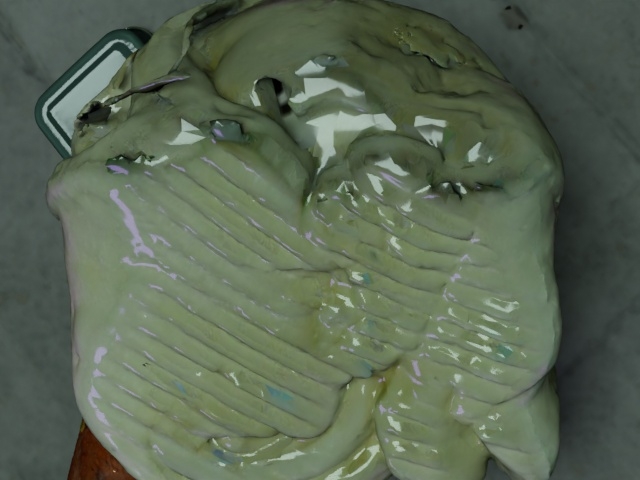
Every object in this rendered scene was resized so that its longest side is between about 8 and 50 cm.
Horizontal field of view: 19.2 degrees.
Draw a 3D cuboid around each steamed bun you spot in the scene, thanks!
[{"bbox_3d":[0.000,0.000,1.026,0.268,0.207,0.280,-2,119,9],"label":"steamed bun"}]

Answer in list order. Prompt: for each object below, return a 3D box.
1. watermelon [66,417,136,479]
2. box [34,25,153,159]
[{"bbox_3d":[-0.123,0.136,1.105,0.125,0.094,0.135,-18,81,21],"label":"watermelon"},{"bbox_3d":[-0.108,-0.060,1.134,0.091,0.031,0.126,-40,80,12],"label":"box"}]
